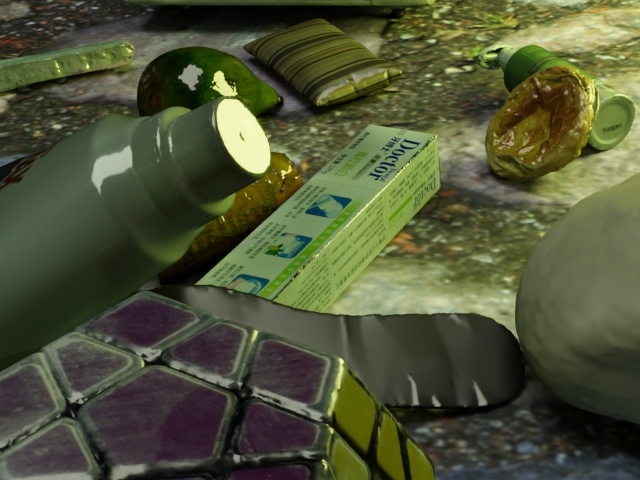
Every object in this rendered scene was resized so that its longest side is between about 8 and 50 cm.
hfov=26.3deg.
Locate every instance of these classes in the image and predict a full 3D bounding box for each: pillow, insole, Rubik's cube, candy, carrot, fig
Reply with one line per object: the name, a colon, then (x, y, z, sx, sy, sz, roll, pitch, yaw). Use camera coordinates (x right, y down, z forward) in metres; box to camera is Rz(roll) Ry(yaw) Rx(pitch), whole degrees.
pillow: (-0.001, -0.206, 1.577, 0.113, 0.038, 0.203, -21, 34, -17)
insole: (-0.013, 0.087, 1.050, 0.348, 0.009, 0.119, 2, 54, -9)
Rubik's cube: (-0.080, 0.188, 0.722, 0.319, 0.319, 0.264, -31, 74, -35)
candy: (0.375, 0.013, 1.032, 0.427, 0.186, 0.386, -26, 33, -36)
carrot: (-0.095, -0.023, 1.260, 0.173, 0.082, 0.082, -24, 36, -22)
fig: (-0.109, -0.158, 1.468, 0.177, 0.117, 0.117, -17, 32, -36)

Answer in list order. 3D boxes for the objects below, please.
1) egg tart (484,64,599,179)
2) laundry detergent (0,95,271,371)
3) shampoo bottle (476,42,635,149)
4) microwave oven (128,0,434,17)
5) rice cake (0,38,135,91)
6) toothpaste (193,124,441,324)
egg tart: (0.220, -0.111, 1.340, 0.130, 0.052, 0.130, -26, 47, 32)
laundry detergent: (-0.214, 0.012, 1.019, 0.398, 0.125, 0.264, -24, 21, 29)
shampoo bottle: (0.242, -0.161, 1.438, 0.065, 0.065, 0.204, -19, 34, -19)
microwave oven: (-0.029, -0.436, 1.756, 0.394, 0.247, 0.333, 3, 31, 14)
rice cake: (-0.326, -0.206, 1.638, 0.211, 0.034, 0.043, -12, 24, -9)
toothpaste: (0.000, 0.000, 1.217, 0.081, 0.067, 0.336, 12, 36, 29)
